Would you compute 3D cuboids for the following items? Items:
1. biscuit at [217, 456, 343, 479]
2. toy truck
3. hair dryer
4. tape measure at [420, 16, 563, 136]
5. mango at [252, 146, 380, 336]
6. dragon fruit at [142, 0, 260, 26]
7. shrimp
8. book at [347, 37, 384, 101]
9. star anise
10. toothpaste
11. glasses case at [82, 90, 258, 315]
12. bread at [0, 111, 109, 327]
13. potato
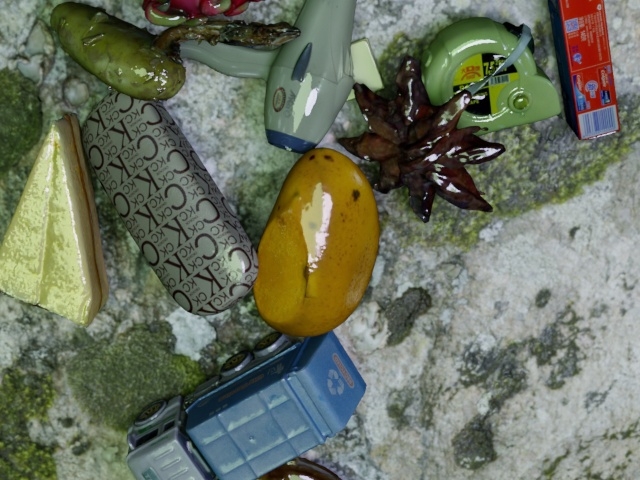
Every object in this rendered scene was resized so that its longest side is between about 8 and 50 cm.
[{"bbox_3d":[-0.066,0.496,1.667,0.331,0.103,0.332,0,104,0],"label":"biscuit"},{"bbox_3d":[-0.116,0.265,1.579,0.367,0.175,0.146,-31,103,8],"label":"toy truck"},{"bbox_3d":[-0.056,-0.308,1.486,0.298,0.119,0.296,37,93,10],"label":"hair dryer"},{"bbox_3d":[0.226,-0.228,1.499,0.199,0.106,0.175,-16,117,6],"label":"tape measure"},{"bbox_3d":[0.000,0.000,1.502,0.159,0.191,0.291,27,123,30],"label":"mango"},{"bbox_3d":[-0.185,-0.388,1.427,0.198,0.272,0.219,20,90,-46],"label":"dragon fruit"},{"bbox_3d":[-0.134,-0.263,1.398,0.195,0.148,0.035,6,115,22],"label":"shrimp"},{"bbox_3d":[0.029,-0.240,1.540,0.110,0.014,0.077,-19,103,5],"label":"book"},{"bbox_3d":[0.128,-0.117,1.469,0.271,0.102,0.272,20,132,23],"label":"star anise"},{"bbox_3d":[0.353,-0.297,1.450,0.066,0.076,0.321,-14,121,3],"label":"toothpaste"},{"bbox_3d":[-0.216,-0.056,1.499,0.137,0.085,0.355,-38,77,20],"label":"glasses case"},{"bbox_3d":[-0.346,-0.030,1.513,0.163,0.168,0.264,25,101,-7],"label":"bread"},{"bbox_3d":[-0.284,-0.264,1.467,0.225,0.117,0.090,32,112,16],"label":"potato"}]
